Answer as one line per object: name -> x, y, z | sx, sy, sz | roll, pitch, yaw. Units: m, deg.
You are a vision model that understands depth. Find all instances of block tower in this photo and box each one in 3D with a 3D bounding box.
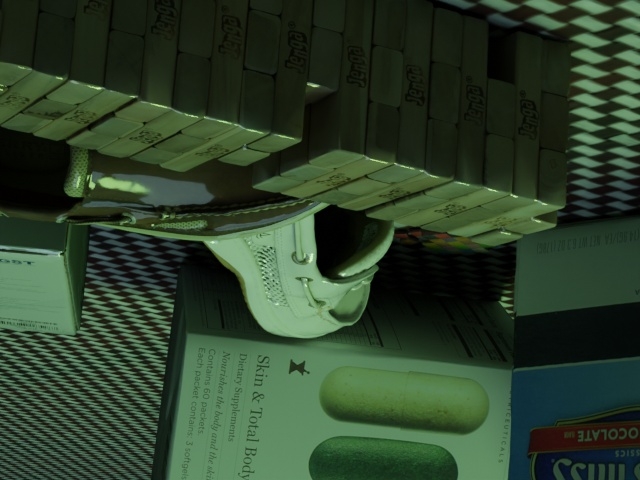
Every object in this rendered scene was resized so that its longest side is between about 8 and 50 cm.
block tower -> -0.026, -0.080, 0.914 | 0.335, 0.097, 0.091 | 11, 164, -28

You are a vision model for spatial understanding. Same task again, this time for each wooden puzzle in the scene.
wooden puzzle -> 0.095, 0.000, 1.324 | 0.083, 0.006, 0.049 | -5, 162, 31

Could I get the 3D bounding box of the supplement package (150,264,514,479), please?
supplement package -> 0.013, 0.148, 1.411 | 0.263, 0.199, 0.198 | 7, -168, -7

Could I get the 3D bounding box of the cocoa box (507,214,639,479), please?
cocoa box -> 0.318, 0.131, 1.312 | 0.231, 0.228, 0.347 | -8, 160, 39

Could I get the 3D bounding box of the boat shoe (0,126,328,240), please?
boat shoe -> -0.110, -0.042, 1.026 | 0.258, 0.095, 0.095 | -1, -173, 20

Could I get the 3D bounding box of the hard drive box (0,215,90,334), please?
hard drive box -> -0.247, -0.011, 1.238 | 0.181, 0.089, 0.232 | 6, 165, -4

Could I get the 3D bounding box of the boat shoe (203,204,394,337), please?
boat shoe -> 0.000, 0.000, 1.182 | 0.096, 0.098, 0.277 | 1, 163, 17
